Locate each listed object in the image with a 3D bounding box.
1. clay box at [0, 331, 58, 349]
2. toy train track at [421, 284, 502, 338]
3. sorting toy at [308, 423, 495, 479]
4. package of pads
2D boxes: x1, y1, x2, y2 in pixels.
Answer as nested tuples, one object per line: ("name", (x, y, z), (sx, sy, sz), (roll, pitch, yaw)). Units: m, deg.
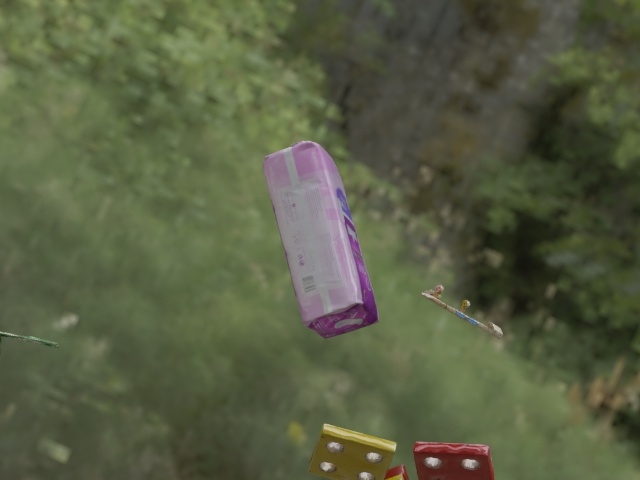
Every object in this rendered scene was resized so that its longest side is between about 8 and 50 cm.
("clay box", (-0.244, 0.065, 0.999), (0.222, 0.053, 0.127), (4, -4, -6))
("toy train track", (0.104, 0.050, 1.438), (0.048, 0.014, 0.083), (32, -1, -39))
("sorting toy", (0.066, 0.189, 1.290), (0.132, 0.046, 0.274), (-1, -41, 16))
("package of pads", (0.000, 0.000, 0.906), (0.032, 0.083, 0.050), (-17, -15, 10))
